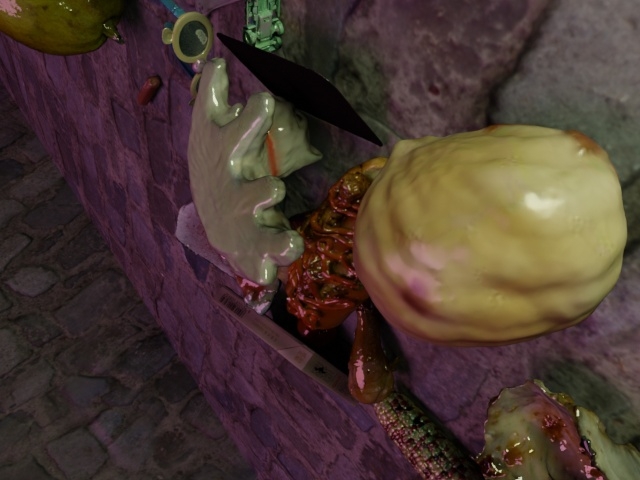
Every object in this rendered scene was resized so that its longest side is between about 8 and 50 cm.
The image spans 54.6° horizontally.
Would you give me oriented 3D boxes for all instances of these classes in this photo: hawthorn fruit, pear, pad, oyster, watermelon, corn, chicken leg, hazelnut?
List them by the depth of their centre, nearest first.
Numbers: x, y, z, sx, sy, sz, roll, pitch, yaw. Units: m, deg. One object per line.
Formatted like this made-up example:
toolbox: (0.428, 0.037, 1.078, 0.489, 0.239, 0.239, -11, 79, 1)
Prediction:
hazelnut: (0.156, -0.012, 0.616, 0.241, 0.261, 0.261, 58, 153, 6)
oyster: (0.342, 0.298, 0.724, 0.337, 0.133, 0.198, 36, 143, 35)
pad: (-0.033, -0.217, 0.887, 0.267, 0.004, 0.181, 33, 177, 40)
chicken leg: (0.092, 0.189, 1.109, 0.085, 0.101, 0.207, 2, 98, 55)
corn: (0.185, 0.368, 1.116, 0.253, 0.086, 0.086, 45, 150, 28)
watermelon: (-0.171, -0.023, 1.156, 0.289, 0.214, 0.320, 91, 168, -74)
hawthorn fruit: (-0.011, 0.176, 1.273, 0.081, 0.081, 0.093, 64, 158, -9)
pear: (-0.569, -0.538, 1.316, 0.375, 0.287, 0.287, 38, 153, -3)

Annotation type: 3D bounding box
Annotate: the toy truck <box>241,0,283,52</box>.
toy truck: (-0.096, -0.347, 0.914, 0.081, 0.067, 0.175, 54, 157, 25)

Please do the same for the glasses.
glasses: (-0.242, -0.384, 1.128, 0.189, 0.088, 0.220, 79, 171, -61)

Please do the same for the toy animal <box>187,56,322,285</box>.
toy animal: (-0.074, -0.083, 0.940, 0.308, 0.188, 0.266, 36, 104, 34)

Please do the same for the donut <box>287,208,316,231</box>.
donut: (0.000, 0.000, 1.095, 0.140, 0.059, 0.140, 39, 146, 33)

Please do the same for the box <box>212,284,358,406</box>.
box: (-0.077, 0.226, 1.370, 0.365, 0.051, 0.204, 26, 166, 48)

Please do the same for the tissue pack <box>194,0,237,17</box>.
tissue pack: (-0.182, -0.434, 1.008, 0.193, 0.026, 0.122, 10, 126, 59)

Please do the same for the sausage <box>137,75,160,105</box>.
sausage: (-0.408, -0.355, 1.473, 0.147, 0.030, 0.035, -13, 102, 62)

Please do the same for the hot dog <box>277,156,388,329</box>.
hot dog: (0.029, 0.020, 0.931, 0.158, 0.117, 0.349, 51, 138, 9)
